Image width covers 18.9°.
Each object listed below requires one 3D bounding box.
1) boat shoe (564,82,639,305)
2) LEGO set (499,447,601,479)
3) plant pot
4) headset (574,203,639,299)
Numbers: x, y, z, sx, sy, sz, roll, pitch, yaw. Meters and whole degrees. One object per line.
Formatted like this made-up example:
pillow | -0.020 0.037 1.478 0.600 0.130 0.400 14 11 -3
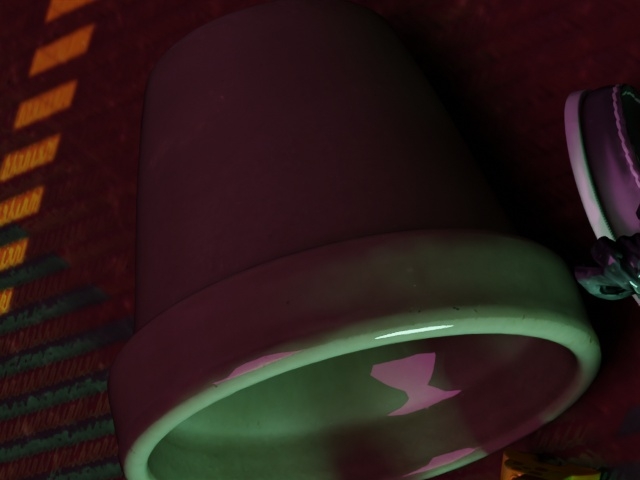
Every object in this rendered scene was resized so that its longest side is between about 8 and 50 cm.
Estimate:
boat shoe | 0.199 0.016 0.986 0.068 0.081 0.228 -26 90 36
LEGO set | 0.136 0.163 1.032 0.227 0.093 0.087 9 98 27
plant pot | 0.000 0.000 1.056 0.263 0.263 0.229 -34 59 37
headset | 0.268 -0.119 0.834 0.243 0.185 0.394 48 112 21
